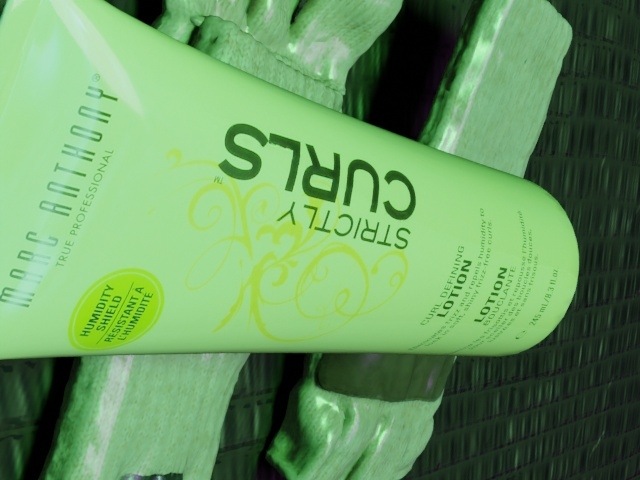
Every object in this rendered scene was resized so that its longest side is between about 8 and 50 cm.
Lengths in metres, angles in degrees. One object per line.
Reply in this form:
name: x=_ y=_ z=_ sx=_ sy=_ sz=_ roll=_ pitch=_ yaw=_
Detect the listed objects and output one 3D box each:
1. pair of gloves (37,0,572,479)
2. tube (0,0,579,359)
pair of gloves: x=0.000 y=0.000 z=0.513 sx=0.240 sy=0.042 sz=0.204 roll=0 pitch=109 yaw=-57
tube: x=-0.009 y=-0.001 z=0.403 sx=0.240 sy=0.062 sz=0.070 roll=11 pitch=66 yaw=-54
